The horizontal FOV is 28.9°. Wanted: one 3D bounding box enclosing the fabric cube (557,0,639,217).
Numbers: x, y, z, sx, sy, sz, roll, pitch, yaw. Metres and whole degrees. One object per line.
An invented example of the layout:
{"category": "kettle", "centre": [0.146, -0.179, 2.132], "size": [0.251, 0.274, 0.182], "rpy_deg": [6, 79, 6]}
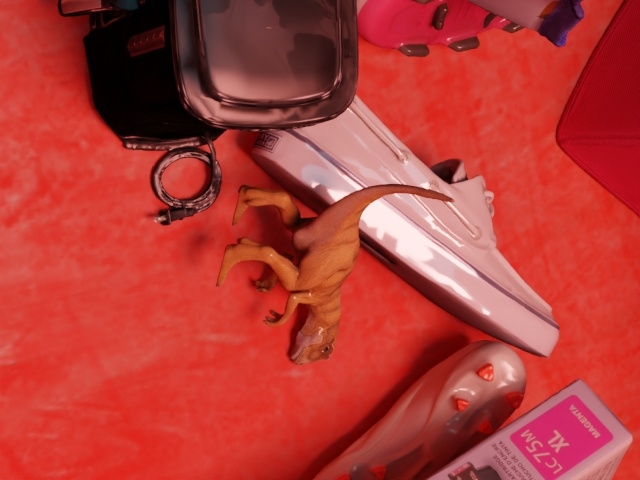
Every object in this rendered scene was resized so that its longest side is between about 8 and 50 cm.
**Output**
{"category": "fabric cube", "centre": [0.377, -0.101, 0.871], "size": [0.259, 0.258, 0.254], "rpy_deg": [35, 80, -24]}

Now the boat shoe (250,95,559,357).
{"category": "boat shoe", "centre": [0.076, -0.015, 0.824], "size": [0.258, 0.095, 0.084], "rpy_deg": [37, 83, -24]}

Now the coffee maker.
{"category": "coffee maker", "centre": [-0.055, -0.099, 0.708], "size": [0.120, 0.178, 0.171], "rpy_deg": [-30, 106, -20]}

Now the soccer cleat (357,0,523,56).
{"category": "soccer cleat", "centre": [0.148, -0.240, 0.846], "size": [0.331, 0.116, 0.143], "rpy_deg": [-26, 71, -11]}

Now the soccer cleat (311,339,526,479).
{"category": "soccer cleat", "centre": [0.061, 0.143, 0.849], "size": [0.196, 0.076, 0.068], "rpy_deg": [-41, 99, 3]}

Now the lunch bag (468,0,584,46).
{"category": "lunch bag", "centre": [0.091, -0.353, 0.646], "size": [0.327, 0.239, 0.385], "rpy_deg": [29, 91, -1]}

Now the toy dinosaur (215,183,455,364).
{"category": "toy dinosaur", "centre": [0.000, 0.000, 0.766], "size": [0.112, 0.211, 0.064], "rpy_deg": [14, 54, -5]}

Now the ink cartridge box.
{"category": "ink cartridge box", "centre": [0.050, 0.224, 0.793], "size": [0.311, 0.065, 0.186], "rpy_deg": [-31, 151, -22]}
